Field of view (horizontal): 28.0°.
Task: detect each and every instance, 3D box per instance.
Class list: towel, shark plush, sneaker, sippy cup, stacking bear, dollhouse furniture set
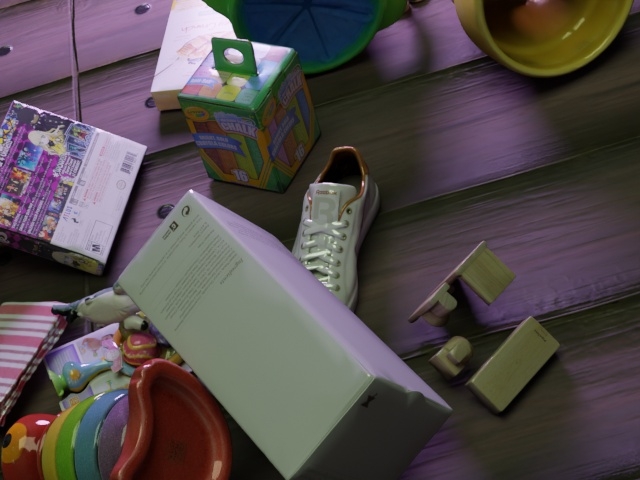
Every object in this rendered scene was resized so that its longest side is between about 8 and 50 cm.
[{"bbox_3d":[-0.422,0.159,1.705,0.144,0.029,0.197,1,48,38],"label":"towel"},{"bbox_3d":[-0.272,0.087,1.665,0.161,0.073,0.067,-22,15,23],"label":"shark plush"},{"bbox_3d":[0.000,0.000,1.664,0.106,0.123,0.290,2,53,18],"label":"sneaker"},{"bbox_3d":[-0.033,-0.411,1.968,0.240,0.305,0.224,-39,38,23],"label":"sippy cup"},{"bbox_3d":[-0.257,0.248,1.477,0.289,0.164,0.175,-11,60,38],"label":"stacking bear"},{"bbox_3d":[0.188,0.117,1.563,0.151,0.123,0.144,44,69,4],"label":"dollhouse furniture set"}]

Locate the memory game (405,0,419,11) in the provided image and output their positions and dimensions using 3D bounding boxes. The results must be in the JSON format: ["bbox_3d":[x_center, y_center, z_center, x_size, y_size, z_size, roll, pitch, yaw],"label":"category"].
[{"bbox_3d":[0.094,-0.415,2.081,0.186,0.012,0.186,-9,47,9],"label":"memory game"}]

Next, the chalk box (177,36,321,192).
[{"bbox_3d":[-0.103,-0.192,1.805,0.132,0.213,0.132,13,54,27],"label":"chalk box"}]

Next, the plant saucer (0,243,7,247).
[{"bbox_3d":[-0.463,-0.072,1.934,0.241,0.037,0.241,-9,47,9],"label":"plant saucer"}]

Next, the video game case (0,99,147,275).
[{"bbox_3d":[-0.378,-0.078,1.842,0.210,0.042,0.232,19,51,-8],"label":"video game case"}]

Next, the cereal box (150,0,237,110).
[{"bbox_3d":[-0.166,-0.309,2.043,0.173,0.047,0.240,-5,47,12],"label":"cereal box"}]

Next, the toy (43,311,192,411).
[{"bbox_3d":[-0.241,0.133,1.666,0.237,0.056,0.137,-27,48,-7],"label":"toy"}]

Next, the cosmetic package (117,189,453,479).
[{"bbox_3d":[-0.045,0.120,1.481,0.155,0.197,0.365,-50,52,6],"label":"cosmetic package"}]

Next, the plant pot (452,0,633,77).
[{"bbox_3d":[0.287,-0.389,1.853,0.254,0.254,0.239,-27,31,-7],"label":"plant pot"}]
